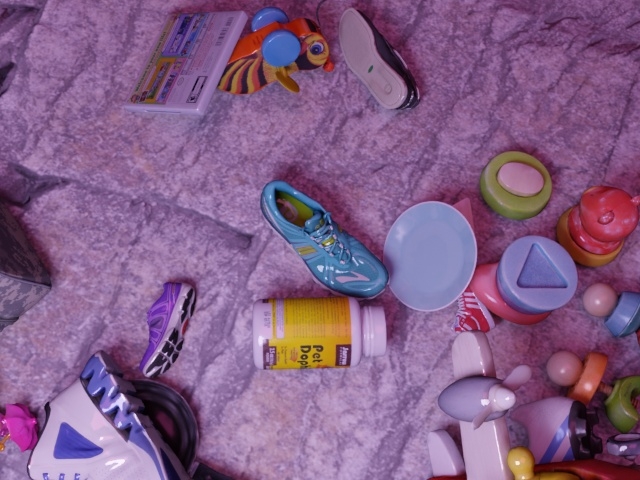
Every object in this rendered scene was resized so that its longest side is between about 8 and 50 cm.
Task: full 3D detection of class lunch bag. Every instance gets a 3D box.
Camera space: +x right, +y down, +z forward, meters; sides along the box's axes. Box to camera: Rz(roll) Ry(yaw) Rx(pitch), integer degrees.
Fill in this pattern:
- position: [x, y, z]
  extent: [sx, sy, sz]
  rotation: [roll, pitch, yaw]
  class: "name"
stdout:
- position: [-0.625, 0.043, 1.245]
  extent: [0.256, 0.212, 0.305]
  rotation: [-40, 78, 4]
  class: "lunch bag"

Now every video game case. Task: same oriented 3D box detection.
- position: [-0.245, -0.322, 1.406]
  extent: [0.193, 0.023, 0.212]
  rotation: [9, 70, 35]
  class: "video game case"

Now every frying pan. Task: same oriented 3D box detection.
- position: [-0.229, 0.326, 1.248]
  extent: [0.326, 0.053, 0.197]
  rotation: [4, 74, -1]
  class: "frying pan"

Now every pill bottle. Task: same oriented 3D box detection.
- position: [-0.003, 0.152, 1.277]
  extent: [0.215, 0.117, 0.117]
  rotation: [-1, 74, -3]
  class: "pill bottle"

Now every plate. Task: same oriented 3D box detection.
- position: [0.187, 0.027, 1.322]
  extent: [0.188, 0.024, 0.188]
  rotation: [-7, 79, 39]
  class: "plate"

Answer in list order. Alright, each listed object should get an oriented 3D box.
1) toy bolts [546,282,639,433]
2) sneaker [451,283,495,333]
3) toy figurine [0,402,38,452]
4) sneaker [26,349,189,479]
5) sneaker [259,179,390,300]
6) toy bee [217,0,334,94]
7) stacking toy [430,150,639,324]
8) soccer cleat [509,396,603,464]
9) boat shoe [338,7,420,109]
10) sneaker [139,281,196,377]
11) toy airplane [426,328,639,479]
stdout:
- position: [0.488, 0.159, 1.267]
  extent: [0.158, 0.218, 0.228]
  rotation: [29, 56, 12]
  class: "toy bolts"
- position: [0.244, 0.114, 1.338]
  extent: [0.067, 0.042, 0.118]
  rotation: [-29, 79, -14]
  class: "sneaker"
- position: [-0.525, 0.323, 1.225]
  extent: [0.173, 0.130, 0.159]
  rotation: [22, 58, 29]
  class: "toy figurine"
- position: [-0.325, 0.343, 1.169]
  extent: [0.182, 0.127, 0.315]
  rotation: [-34, 69, -5]
  class: "sneaker"
- position: [0.000, 0.000, 1.327]
  extent: [0.275, 0.110, 0.107]
  rotation: [39, 76, 8]
  class: "sneaker"
- position: [-0.050, -0.341, 1.415]
  extent: [0.298, 0.162, 0.195]
  rotation: [-14, 55, 25]
  class: "toy bee"
- position: [0.369, -0.034, 1.321]
  extent: [0.309, 0.130, 0.279]
  rotation: [-39, 77, -22]
  class: "stacking toy"
- position: [0.381, 0.411, 1.234]
  extent: [0.143, 0.116, 0.331]
  rotation: [-8, 87, 37]
  class: "soccer cleat"
- position: [0.108, -0.340, 1.462]
  extent: [0.079, 0.084, 0.233]
  rotation: [-9, 61, -45]
  class: "boat shoe"
- position: [-0.266, 0.148, 1.305]
  extent: [0.071, 0.068, 0.170]
  rotation: [11, 64, 16]
  class: "sneaker"
- position: [0.255, 0.374, 1.084]
  extent: [0.386, 0.272, 0.384]
  rotation: [41, 117, 29]
  class: "toy airplane"
